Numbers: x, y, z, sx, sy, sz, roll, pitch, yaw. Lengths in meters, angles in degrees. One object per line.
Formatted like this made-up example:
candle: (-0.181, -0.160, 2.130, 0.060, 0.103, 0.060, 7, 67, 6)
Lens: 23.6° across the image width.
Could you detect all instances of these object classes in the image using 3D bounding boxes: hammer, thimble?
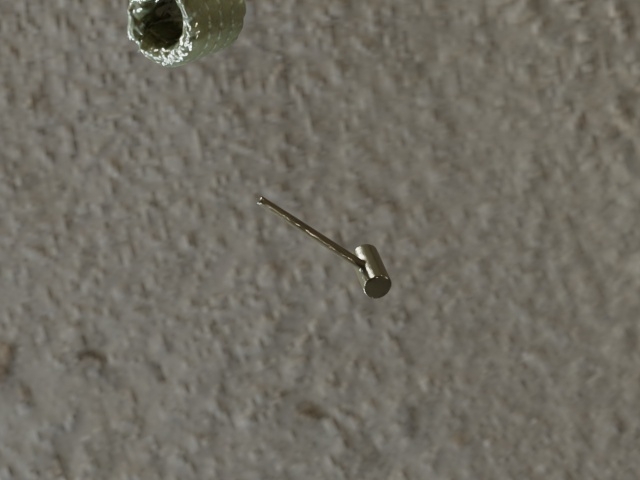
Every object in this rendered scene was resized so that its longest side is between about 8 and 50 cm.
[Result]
hammer: (0.000, 0.000, 0.971, 0.019, 0.110, 0.035, -46, 35, 19)
thimble: (-0.115, -0.191, 1.278, 0.110, 0.062, 0.084, -5, 107, 52)
